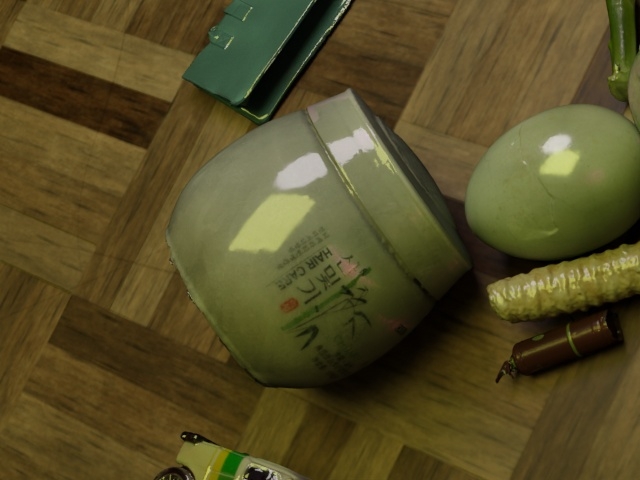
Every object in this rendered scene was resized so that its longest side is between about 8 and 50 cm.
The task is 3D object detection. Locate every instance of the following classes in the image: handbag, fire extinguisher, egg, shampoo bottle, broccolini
[{"bbox_3d":[-0.062,-0.260,2.289,0.144,0.057,0.221,33,88,43],"label":"handbag"},{"bbox_3d":[0.238,0.106,1.923,0.132,0.039,0.056,-23,25,24],"label":"fire extinguisher"},{"bbox_3d":[0.239,-0.055,1.926,0.209,0.151,0.151,-25,56,31],"label":"egg"},{"bbox_3d":[0.000,0.000,1.981,0.266,0.273,0.273,-34,53,8],"label":"shampoo bottle"},{"bbox_3d":[0.326,-0.336,2.050,0.079,0.074,0.392,-19,57,34],"label":"broccolini"}]

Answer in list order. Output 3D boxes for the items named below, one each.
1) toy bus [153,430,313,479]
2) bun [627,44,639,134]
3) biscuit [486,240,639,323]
[{"bbox_3d":[-0.101,0.372,1.955,0.179,0.143,0.305,11,73,34],"label":"toy bus"},{"bbox_3d":[0.424,-0.185,1.805,0.293,0.187,0.293,-15,40,13],"label":"bun"},{"bbox_3d":[0.275,0.041,1.901,0.219,0.061,0.055,-14,63,13],"label":"biscuit"}]
